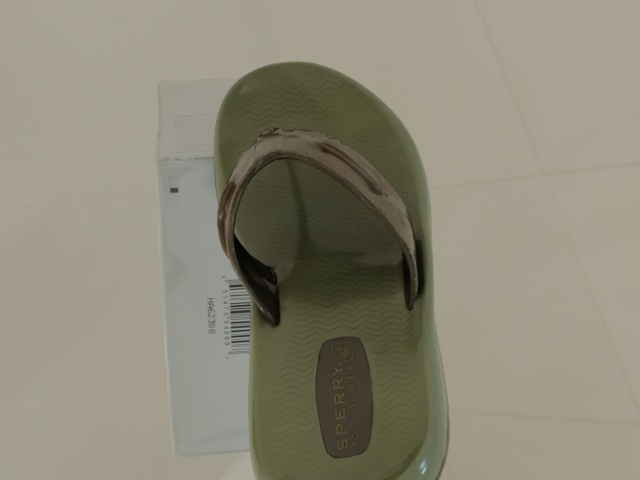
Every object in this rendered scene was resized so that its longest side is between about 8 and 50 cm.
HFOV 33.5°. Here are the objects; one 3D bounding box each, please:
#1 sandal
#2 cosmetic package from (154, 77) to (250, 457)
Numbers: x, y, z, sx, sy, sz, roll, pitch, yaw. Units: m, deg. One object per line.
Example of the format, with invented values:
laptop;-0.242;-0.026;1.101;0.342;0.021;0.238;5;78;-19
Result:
sandal;0.002;0.000;0.542;0.120;0.303;0.086;-18;136;7
cosmetic package;-0.054;0.008;0.819;0.138;0.225;0.224;-3;112;-8
